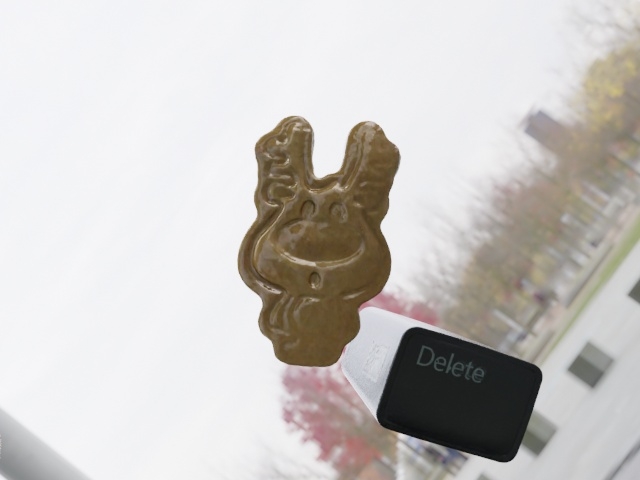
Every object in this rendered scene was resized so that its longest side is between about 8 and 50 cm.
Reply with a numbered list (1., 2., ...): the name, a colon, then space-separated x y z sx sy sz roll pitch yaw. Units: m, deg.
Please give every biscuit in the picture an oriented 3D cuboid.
1. biscuit: -0.004 0.001 1.239 0.040 0.144 0.236 48 -133 -81

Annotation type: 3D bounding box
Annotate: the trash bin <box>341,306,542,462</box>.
1. trash bin: 0.126 0.150 1.494 0.225 0.165 0.115 -149 77 -77
